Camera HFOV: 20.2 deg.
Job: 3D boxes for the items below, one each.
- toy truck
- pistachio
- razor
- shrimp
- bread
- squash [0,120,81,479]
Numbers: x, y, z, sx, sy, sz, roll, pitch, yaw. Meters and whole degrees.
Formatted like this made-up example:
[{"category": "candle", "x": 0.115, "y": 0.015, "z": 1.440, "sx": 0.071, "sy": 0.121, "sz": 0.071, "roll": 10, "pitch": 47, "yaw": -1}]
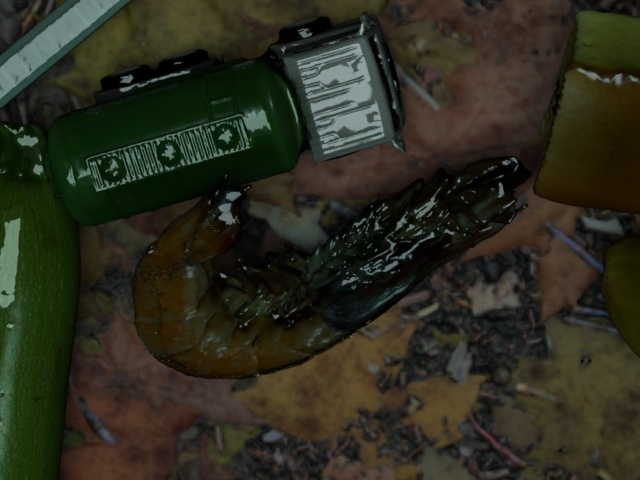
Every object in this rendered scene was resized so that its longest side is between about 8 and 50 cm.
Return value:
[{"category": "toy truck", "x": -0.065, "y": -0.080, "z": 1.224, "sx": 0.242, "sy": 0.125, "sz": 0.101, "roll": -16, "pitch": 101, "yaw": 6}, {"category": "pistachio", "x": 0.279, "y": 0.060, "z": 1.245, "sx": 0.189, "sy": 0.110, "sz": 0.100, "roll": 39, "pitch": 134, "yaw": -6}, {"category": "razor", "x": -0.232, "y": -0.105, "z": 1.262, "sx": 0.278, "sy": 0.056, "sz": 0.111, "roll": -38, "pitch": 97, "yaw": 11}, {"category": "shrimp", "x": 0.000, "y": 0.000, "z": 1.210, "sx": 0.290, "sy": 0.222, "sz": 0.054, "roll": -29, "pitch": 56, "yaw": 9}, {"category": "bread", "x": 0.332, "y": -0.067, "z": 1.201, "sx": 0.361, "sy": 0.077, "sz": 0.138, "roll": 8, "pitch": 143, "yaw": 1}, {"category": "squash", "x": -0.232, "y": 0.107, "z": 1.284, "sx": 0.107, "sy": 0.107, "sz": 0.395, "roll": 7, "pitch": 103, "yaw": 2}]
